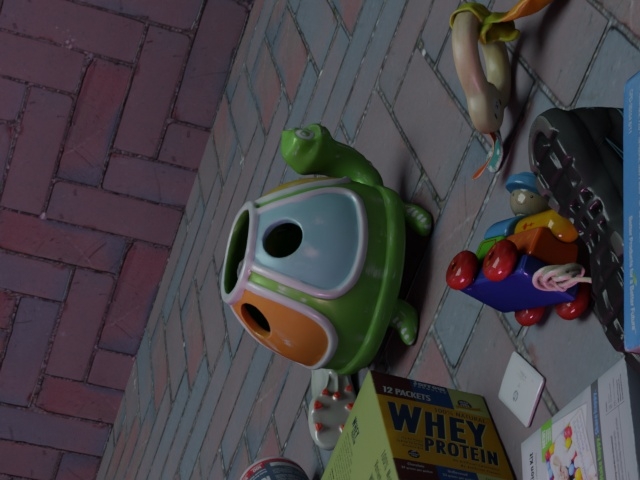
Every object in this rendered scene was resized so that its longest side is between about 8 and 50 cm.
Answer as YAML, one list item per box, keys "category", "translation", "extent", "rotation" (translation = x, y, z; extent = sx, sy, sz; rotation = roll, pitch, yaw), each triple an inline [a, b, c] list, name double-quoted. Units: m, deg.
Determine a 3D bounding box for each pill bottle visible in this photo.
- category: "pill bottle"
  translation: [-0.049, 0.378, 1.843]
  extent: [0.180, 0.108, 0.108]
  rotation: [-136, 61, -71]

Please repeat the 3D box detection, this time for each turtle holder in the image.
- category: "turtle holder"
  translation: [0.004, 0.007, 1.755]
  extent: [0.243, 0.228, 0.320]
  rotation: [-168, 91, -74]

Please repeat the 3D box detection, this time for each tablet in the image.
- category: "tablet"
  translation: [0.203, 0.151, 1.368]
  extent: [0.083, 0.006, 0.054]
  rotation: [-130, 55, -71]

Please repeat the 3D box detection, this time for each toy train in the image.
- category: "toy train"
  translation: [0.226, -0.008, 1.283]
  extent: [0.143, 0.105, 0.248]
  rotation: [-66, 14, -15]

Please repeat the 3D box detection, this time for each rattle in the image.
- category: "rattle"
  translation: [0.226, -0.178, 1.520]
  extent: [0.130, 0.143, 0.199]
  rotation: [42, -139, -73]

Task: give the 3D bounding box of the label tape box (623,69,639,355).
- category: "label tape box"
  translation: [0.340, -0.072, 0.919]
  extent: [0.334, 0.106, 0.240]
  rotation: [136, 144, -59]

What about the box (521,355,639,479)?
- category: "box"
  translation: [0.236, 0.205, 1.162]
  extent: [0.186, 0.038, 0.145]
  rotation: [124, 155, -52]

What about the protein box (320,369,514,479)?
- category: "protein box"
  translation: [0.093, 0.282, 1.398]
  extent: [0.199, 0.136, 0.201]
  rotation: [-104, 31, -59]

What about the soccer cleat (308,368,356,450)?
- category: "soccer cleat"
  translation: [0.016, 0.212, 1.854]
  extent: [0.076, 0.068, 0.196]
  rotation: [99, 173, -48]

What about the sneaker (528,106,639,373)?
- category: "sneaker"
  translation: [0.269, -0.006, 1.117]
  extent: [0.101, 0.106, 0.267]
  rotation: [110, 144, -60]
